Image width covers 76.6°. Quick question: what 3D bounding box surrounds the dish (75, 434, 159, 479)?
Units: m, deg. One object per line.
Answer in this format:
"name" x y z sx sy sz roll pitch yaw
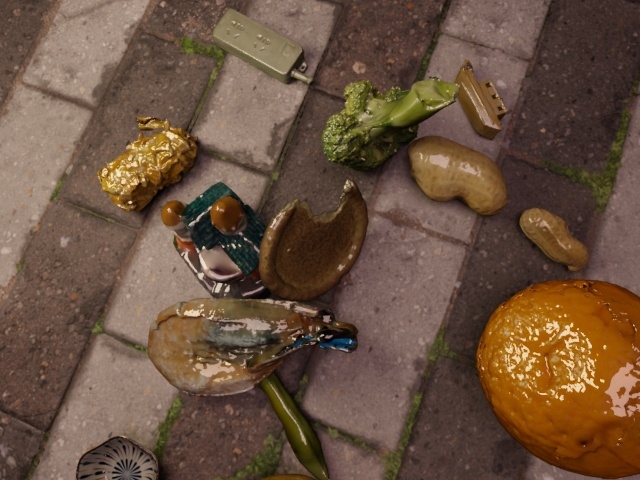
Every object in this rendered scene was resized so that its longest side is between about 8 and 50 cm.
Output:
"dish" -0.422 0.510 0.869 0.190 0.066 0.191 0 81 1

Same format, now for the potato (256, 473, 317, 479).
"potato" -0.048 0.554 0.802 0.157 0.178 0.204 -20 55 -16

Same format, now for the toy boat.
"toy boat" 0.385 -0.341 0.973 0.077 0.057 0.201 -22 79 -6

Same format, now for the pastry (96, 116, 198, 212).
"pastry" -0.408 -0.189 0.968 0.250 0.102 0.154 -42 80 -2

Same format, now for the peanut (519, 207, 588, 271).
"peanut" 0.522 -0.006 0.900 0.080 0.080 0.174 -42 84 -4

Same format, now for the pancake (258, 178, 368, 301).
"pancake" 0.000 0.000 0.839 0.033 0.288 0.286 29 89 39

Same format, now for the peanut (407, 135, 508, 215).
"peanut" 0.308 -0.145 0.914 0.253 0.122 0.137 21 107 4

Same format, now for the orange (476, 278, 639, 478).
"orange" 0.472 0.242 0.737 0.293 0.340 0.341 24 81 -31

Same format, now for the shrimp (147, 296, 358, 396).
"shrimp" -0.143 0.218 0.837 0.445 0.110 0.221 -6 100 5

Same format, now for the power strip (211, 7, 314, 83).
"power strip" -0.136 -0.480 1.027 0.287 0.053 0.093 31 83 9

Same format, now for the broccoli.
"broccoli" 0.107 -0.261 0.854 0.254 0.302 0.186 -28 85 1

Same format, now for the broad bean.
"broad bean" -0.073 0.373 0.873 0.075 0.067 0.325 -44 73 24

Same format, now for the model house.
"model house" -0.208 -0.001 0.835 0.190 0.301 0.271 -38 80 -11
